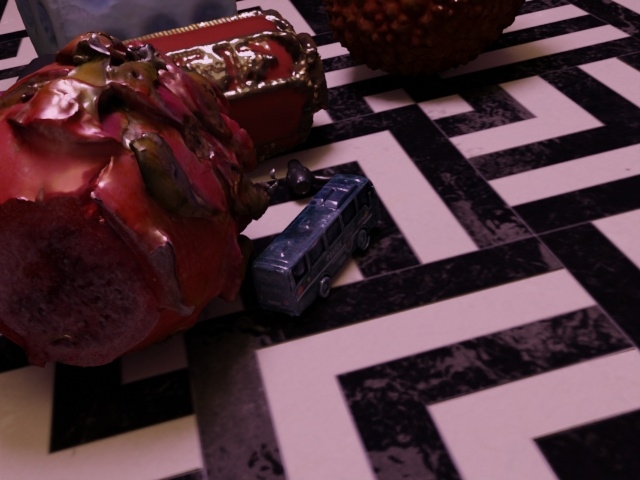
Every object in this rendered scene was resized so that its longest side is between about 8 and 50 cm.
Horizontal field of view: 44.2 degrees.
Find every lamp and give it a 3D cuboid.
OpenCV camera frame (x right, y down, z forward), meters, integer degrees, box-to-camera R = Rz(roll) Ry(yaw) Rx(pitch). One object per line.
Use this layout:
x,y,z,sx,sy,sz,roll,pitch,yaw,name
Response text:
-0.131,-0.163,0.911,0.274,0.177,0.177,-17,34,-9,lamp

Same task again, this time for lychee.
0.136,-0.354,1.037,0.276,0.276,0.304,20,70,37,lychee

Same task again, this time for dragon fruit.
-0.186,-0.044,0.678,0.269,0.250,0.291,-23,34,15,dragon fruit

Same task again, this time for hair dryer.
0.003,-0.070,0.867,0.083,0.031,0.079,2,23,-8,hair dryer

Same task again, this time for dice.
-0.296,-0.368,1.165,0.268,0.264,0.262,-24,36,-22,dice

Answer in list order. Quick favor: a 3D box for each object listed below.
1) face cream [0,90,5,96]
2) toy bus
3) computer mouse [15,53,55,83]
-0.423,-0.085,0.791,0.195,0.175,0.175,8,21,-35,face cream
0.000,0.000,0.717,0.047,0.065,0.166,10,39,29,toy bus
-0.311,-0.116,0.905,0.086,0.137,0.269,-13,34,-16,computer mouse
